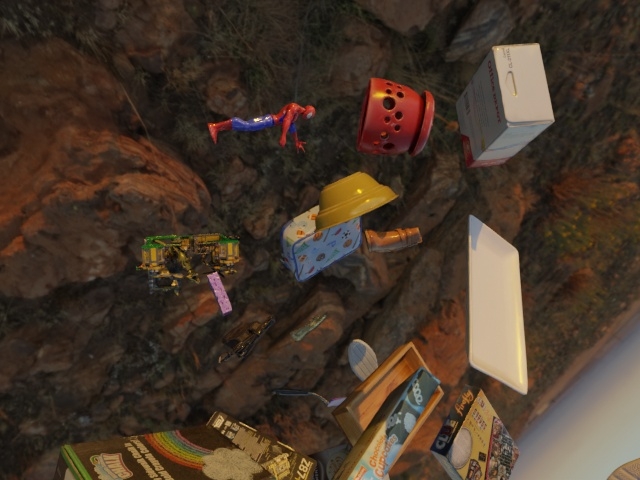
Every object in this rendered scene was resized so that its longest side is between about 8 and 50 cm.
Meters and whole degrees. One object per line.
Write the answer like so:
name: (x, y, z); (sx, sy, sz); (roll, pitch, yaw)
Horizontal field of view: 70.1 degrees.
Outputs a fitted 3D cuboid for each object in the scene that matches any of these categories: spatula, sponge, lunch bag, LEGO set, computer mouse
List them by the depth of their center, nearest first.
sponge: (-0.297, 0.162, 1.345); (0.031, 0.117, 0.210); (-23, 174, -17)
computer mouse: (-0.239, 0.312, 1.361); (0.262, 0.060, 0.184); (-26, -167, 49)
LEGO set: (-0.408, 0.091, 1.423); (0.332, 0.255, 0.191); (-6, 101, -31)
lunch bag: (0.000, 0.000, 1.568); (0.304, 0.115, 0.243); (-28, 141, -19)
spatula: (-0.025, 0.552, 1.613); (0.297, 0.030, 0.084); (13, 140, -8)

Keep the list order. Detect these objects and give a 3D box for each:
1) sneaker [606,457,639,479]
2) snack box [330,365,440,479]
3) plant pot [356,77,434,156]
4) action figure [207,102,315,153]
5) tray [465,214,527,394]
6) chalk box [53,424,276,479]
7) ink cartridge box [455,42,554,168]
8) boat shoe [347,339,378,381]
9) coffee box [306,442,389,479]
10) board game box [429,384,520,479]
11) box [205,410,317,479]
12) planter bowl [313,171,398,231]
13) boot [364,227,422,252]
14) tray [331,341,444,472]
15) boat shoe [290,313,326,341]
sneaker: (0.704, 0.596, 1.039); (0.180, 0.124, 0.321); (8, 117, -48)
snack box: (0.131, 0.437, 0.999); (0.322, 0.060, 0.187); (-42, 165, -36)
plant pot: (0.193, -0.310, 1.189); (0.174, 0.191, 0.191); (12, 130, -2)
action figure: (-0.138, -0.277, 1.204); (0.281, 0.091, 0.138); (-19, 100, -8)
tray: (0.279, 0.100, 0.749); (0.145, 0.270, 0.030); (32, 142, -27)
chalk box: (-0.233, 0.367, 0.568); (0.289, 0.180, 0.179); (12, 89, -44)
ink cartridge box: (0.285, -0.205, 0.726); (0.073, 0.127, 0.175); (-5, 170, -2)
boat shoe: (0.177, 0.512, 1.819); (0.109, 0.094, 0.302); (-35, 114, -19)
coffee box: (0.082, 0.738, 1.454); (0.247, 0.141, 0.098); (-25, 137, 15)
board game box: (0.340, 0.453, 0.982); (0.165, 0.042, 0.243); (-48, 117, -28)
box: (-0.215, 0.638, 1.098); (0.395, 0.319, 0.097); (-54, 164, -62)
planter bowl: (0.066, -0.103, 1.074); (0.217, 0.090, 0.217); (-24, -174, 3)
boot: (0.218, -0.010, 1.357); (0.153, 0.072, 0.197); (-12, 171, 18)
tray: (0.219, 0.494, 1.391); (0.076, 0.202, 0.411); (-37, 172, 38)
boat shoe: (-0.046, 0.324, 1.735); (0.153, 0.048, 0.056); (-39, 168, 4)
